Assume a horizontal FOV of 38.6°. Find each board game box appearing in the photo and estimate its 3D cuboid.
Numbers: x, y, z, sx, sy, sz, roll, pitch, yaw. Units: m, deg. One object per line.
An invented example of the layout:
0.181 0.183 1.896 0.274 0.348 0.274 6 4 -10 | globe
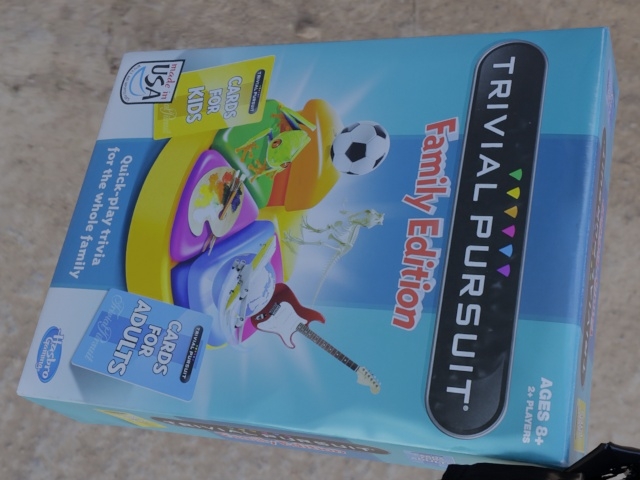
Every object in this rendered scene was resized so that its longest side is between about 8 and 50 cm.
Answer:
0.000 0.000 0.570 0.079 0.336 0.254 48 49 -58 | board game box

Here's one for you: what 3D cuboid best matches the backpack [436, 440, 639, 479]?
0.155 0.168 0.331 0.276 0.263 0.213 -10 91 3 | backpack
